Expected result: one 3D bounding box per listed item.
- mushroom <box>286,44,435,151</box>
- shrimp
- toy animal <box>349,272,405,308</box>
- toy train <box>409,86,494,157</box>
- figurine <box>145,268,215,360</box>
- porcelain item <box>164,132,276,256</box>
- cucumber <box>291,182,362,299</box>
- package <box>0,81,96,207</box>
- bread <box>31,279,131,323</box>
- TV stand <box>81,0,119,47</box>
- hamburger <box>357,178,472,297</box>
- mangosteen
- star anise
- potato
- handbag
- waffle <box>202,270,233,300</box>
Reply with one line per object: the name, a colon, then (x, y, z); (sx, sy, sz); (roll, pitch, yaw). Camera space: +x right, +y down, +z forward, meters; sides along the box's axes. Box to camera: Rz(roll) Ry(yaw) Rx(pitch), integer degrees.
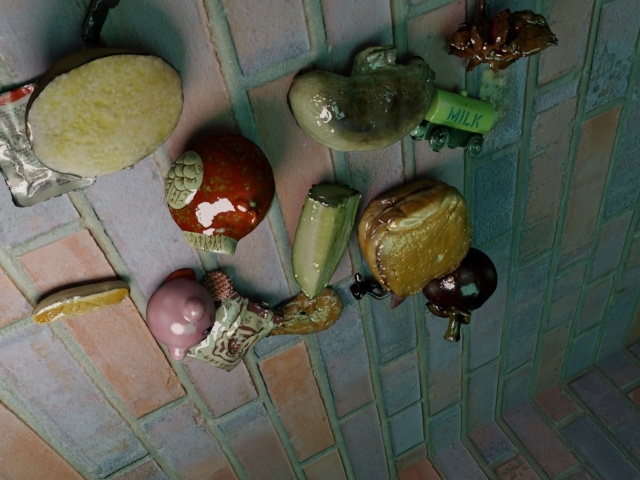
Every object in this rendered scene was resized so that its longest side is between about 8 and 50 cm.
mushroom: (0.107, -0.303, 1.371); (0.344, 0.130, 0.247); (-7, 135, -29)
shrimp: (-0.067, 0.210, 1.777); (0.294, 0.062, 0.154); (-12, 121, -28)
toy animal: (0.240, 0.085, 1.834); (0.324, 0.090, 0.195); (-42, 128, 4)
toy train: (0.328, -0.298, 1.548); (0.253, 0.105, 0.157); (3, 112, -37)
figurine: (-0.330, 0.177, 1.489); (0.173, 0.173, 0.173); (-18, 135, -19)
porcelain item: (-0.192, -0.088, 1.296); (0.253, 0.253, 0.253); (-18, 135, -19)
cucumber: (0.000, -0.002, 1.597); (0.145, 0.105, 0.325); (-34, 146, -44)
package: (-0.525, -0.172, 1.151); (0.166, 0.040, 0.232); (-25, 129, -16)
bread: (-0.536, 0.130, 1.400); (0.214, 0.053, 0.073); (-15, 138, -25)
TV stand: (-0.335, -0.441, 1.025); (0.036, 0.042, 0.249); (13, 119, -37)
hamburger: (0.253, -0.009, 1.673); (0.305, 0.174, 0.284); (-23, 121, -9)
mangosteen: (0.418, 0.159, 1.883); (0.231, 0.289, 0.231); (-4, 169, -1)
star anise: (0.386, -0.481, 1.374); (0.237, 0.148, 0.346); (-3, 149, 29)
potato: (-0.395, -0.235, 1.114); (0.299, 0.116, 0.239); (-28, 139, -34)
handbag: (-0.238, 0.244, 1.639); (0.235, 0.127, 0.213); (-46, 133, 11)
waffle: (-0.256, 0.113, 1.549); (0.029, 0.083, 0.075); (2, 96, -70)
